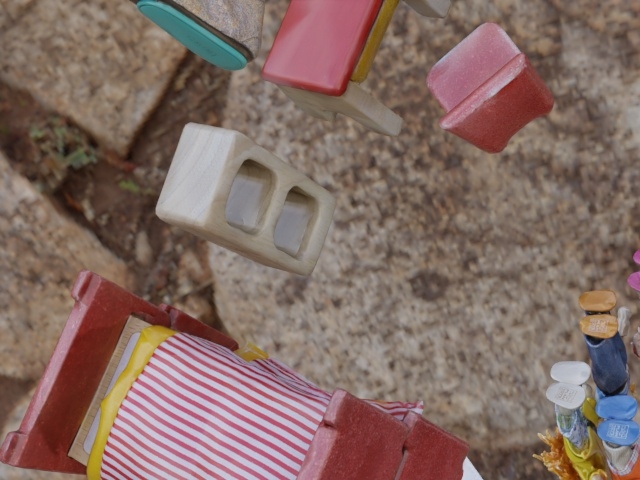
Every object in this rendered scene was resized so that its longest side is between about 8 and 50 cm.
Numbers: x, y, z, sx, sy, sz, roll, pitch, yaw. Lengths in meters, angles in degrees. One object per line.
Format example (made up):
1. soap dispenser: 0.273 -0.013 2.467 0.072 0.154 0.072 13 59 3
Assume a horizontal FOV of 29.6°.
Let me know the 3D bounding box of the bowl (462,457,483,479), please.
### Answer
1. bowl: 0.169 0.316 1.630 0.053 0.142 0.142 -42 63 10

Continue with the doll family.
1. doll family: 0.262 0.137 1.112 0.118 0.163 0.263 3 49 28

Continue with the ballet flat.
1. ballet flat: -0.178 -0.286 1.229 0.107 0.316 0.106 8 74 47

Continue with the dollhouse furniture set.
1. dollhouse furniture set: 0.000 0.000 0.687 0.201 0.152 0.374 17 83 35
